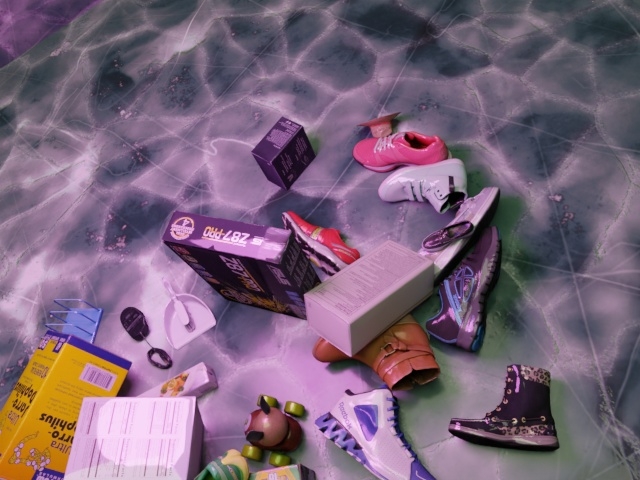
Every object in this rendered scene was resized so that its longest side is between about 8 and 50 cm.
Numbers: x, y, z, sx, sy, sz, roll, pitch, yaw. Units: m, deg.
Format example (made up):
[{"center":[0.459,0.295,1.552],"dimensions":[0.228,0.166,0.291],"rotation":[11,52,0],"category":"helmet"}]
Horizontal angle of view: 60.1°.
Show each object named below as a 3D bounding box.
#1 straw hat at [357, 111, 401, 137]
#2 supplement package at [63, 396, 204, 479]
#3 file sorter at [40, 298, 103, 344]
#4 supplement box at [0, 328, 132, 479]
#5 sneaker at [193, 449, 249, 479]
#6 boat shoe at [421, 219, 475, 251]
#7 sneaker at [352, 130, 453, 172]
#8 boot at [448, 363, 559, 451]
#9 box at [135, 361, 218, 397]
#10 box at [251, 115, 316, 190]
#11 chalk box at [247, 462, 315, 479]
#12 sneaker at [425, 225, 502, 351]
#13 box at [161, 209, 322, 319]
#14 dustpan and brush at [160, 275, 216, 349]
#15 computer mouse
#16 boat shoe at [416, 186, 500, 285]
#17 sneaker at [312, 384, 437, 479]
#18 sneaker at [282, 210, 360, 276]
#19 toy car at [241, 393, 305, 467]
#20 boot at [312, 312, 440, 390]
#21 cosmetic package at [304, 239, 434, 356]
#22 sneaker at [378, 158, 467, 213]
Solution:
[{"center":[0.191,-0.353,1.736],"dimensions":[0.144,0.144,0.061],"rotation":[-15,97,8],"category":"straw hat"},{"center":[-0.427,0.502,1.318],"dimensions":[0.262,0.199,0.198],"rotation":[1,52,-4],"category":"supplement package"},{"center":[-0.749,0.268,1.649],"dimensions":[0.118,0.104,0.171],"rotation":[-2,61,15],"category":"file sorter"},{"center":[-0.690,0.438,1.447],"dimensions":[0.194,0.195,0.357],"rotation":[-5,56,47],"category":"supplement box"},{"center":[-0.268,0.596,1.236],"dimensions":[0.109,0.123,0.296],"rotation":[33,104,37],"category":"sneaker"},{"center":[0.322,-0.016,1.410],"dimensions":[0.142,0.040,0.049],"rotation":[-25,61,15],"category":"boat shoe"},{"center":[0.233,-0.280,1.636],"dimensions":[0.313,0.136,0.116],"rotation":[9,64,28],"category":"sneaker"},{"center":[0.415,0.375,1.263],"dimensions":[0.236,0.085,0.179],"rotation":[4,61,11],"category":"boot"},{"center":[-0.435,0.433,1.489],"dimensions":[0.323,0.067,0.063],"rotation":[-28,57,1],"category":"box"},{"center":[-0.112,-0.271,1.727],"dimensions":[0.093,0.156,0.158],"rotation":[31,74,29],"category":"box"},{"center":[-0.078,0.629,1.238],"dimensions":[0.131,0.132,0.213],"rotation":[-13,58,9],"category":"chalk box"},{"center":[0.370,0.103,1.402],"dimensions":[0.139,0.125,0.341],"rotation":[12,64,27],"category":"sneaker"},{"center":[-0.170,0.076,1.415],"dimensions":[0.318,0.395,0.097],"rotation":[9,65,19],"category":"box"},{"center":[-0.414,0.191,1.618],"dimensions":[0.147,0.060,0.211],"rotation":[-34,58,-3],"category":"dustpan and brush"},{"center":[-0.505,0.283,1.613],"dimensions":[0.071,0.041,0.242],"rotation":[-45,66,0],"category":"computer mouse"},{"center":[0.365,-0.027,1.481],"dimensions":[0.103,0.118,0.320],"rotation":[36,84,26],"category":"boat shoe"},{"center":[0.149,0.441,1.278],"dimensions":[0.315,0.127,0.182],"rotation":[28,75,29],"category":"sneaker"},{"center":[0.000,0.000,1.598],"dimensions":[0.118,0.107,0.279],"rotation":[-36,60,-27],"category":"sneaker"},{"center":[-0.134,0.443,1.323],"dimensions":[0.148,0.188,0.155],"rotation":[7,64,20],"category":"toy car"},{"center":[0.135,0.290,1.352],"dimensions":[0.283,0.109,0.220],"rotation":[-15,38,-7],"category":"boot"},{"center":[0.127,0.133,1.379],"dimensions":[0.309,0.113,0.160],"rotation":[-31,41,-31],"category":"cosmetic package"},{"center":[0.284,-0.133,1.544],"dimensions":[0.255,0.094,0.151],"rotation":[-16,44,19],"category":"sneaker"}]
